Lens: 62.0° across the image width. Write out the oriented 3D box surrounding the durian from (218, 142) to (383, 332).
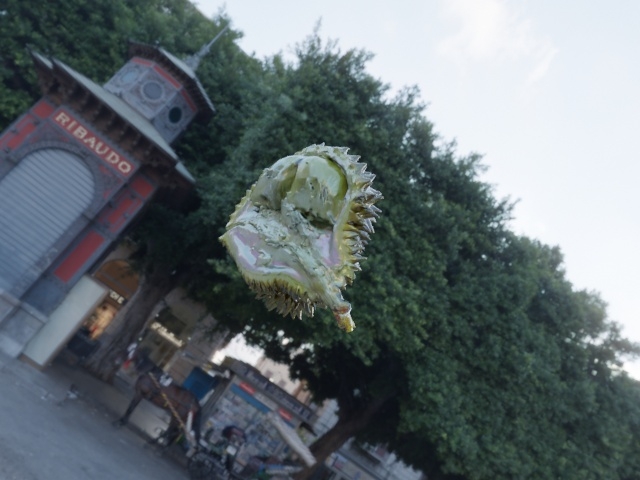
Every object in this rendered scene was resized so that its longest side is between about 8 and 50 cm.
[{"bbox_3d":[0.000,0.000,0.444,0.102,0.146,0.208,33,17,-34],"label":"durian"}]
